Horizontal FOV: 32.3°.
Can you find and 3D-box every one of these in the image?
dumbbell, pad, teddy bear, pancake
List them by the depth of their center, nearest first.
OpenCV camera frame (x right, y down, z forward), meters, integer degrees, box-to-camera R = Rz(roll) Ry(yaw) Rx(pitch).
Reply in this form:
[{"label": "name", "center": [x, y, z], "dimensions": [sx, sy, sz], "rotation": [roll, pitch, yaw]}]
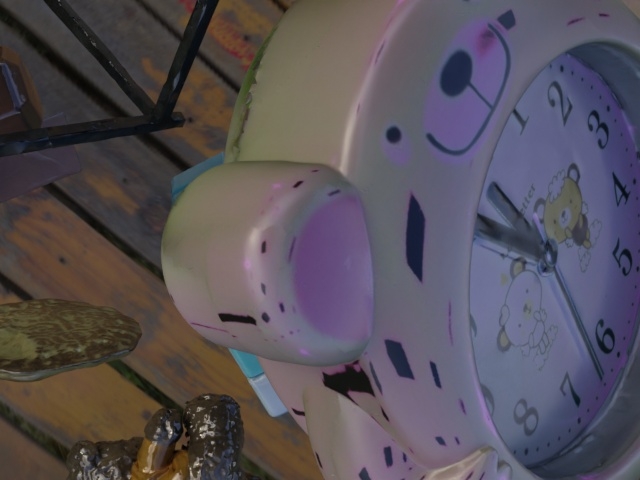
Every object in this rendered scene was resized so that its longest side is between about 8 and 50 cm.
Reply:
[{"label": "dumbbell", "center": [-0.372, -0.100, 1.008], "dimensions": [0.231, 0.092, 0.082], "rotation": [-21, 120, -3]}, {"label": "teddy bear", "center": [-0.159, 0.249, 1.107], "dimensions": [0.190, 0.140, 0.177], "rotation": [-1, 127, 13]}, {"label": "pancake", "center": [-0.309, 0.109, 1.260], "dimensions": [0.212, 0.235, 0.029], "rotation": [1, 105, 2]}, {"label": "pad", "center": [-0.380, -0.081, 1.310], "dimensions": [0.188, 0.006, 0.113], "rotation": [-24, 147, -15]}]

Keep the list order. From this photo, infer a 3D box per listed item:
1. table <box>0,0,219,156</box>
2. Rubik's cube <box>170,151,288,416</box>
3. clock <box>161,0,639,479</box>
[{"label": "table", "center": [-0.214, -0.261, 0.841], "dimensions": [0.272, 0.222, 0.335], "rotation": [-15, 145, -44]}, {"label": "Rubik's cube", "center": [0.000, 0.000, 0.943], "dimensions": [0.213, 0.265, 0.224], "rotation": [-26, 116, 4]}, {"label": "clock", "center": [0.087, 0.003, 0.510], "dimensions": [0.309, 0.114, 0.284], "rotation": [44, 65, -39]}]
